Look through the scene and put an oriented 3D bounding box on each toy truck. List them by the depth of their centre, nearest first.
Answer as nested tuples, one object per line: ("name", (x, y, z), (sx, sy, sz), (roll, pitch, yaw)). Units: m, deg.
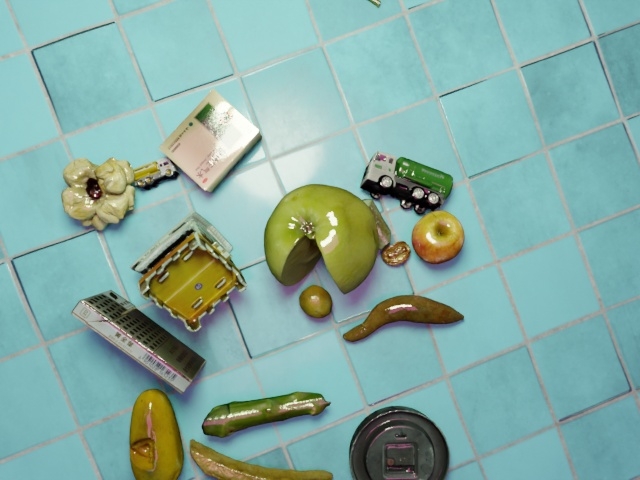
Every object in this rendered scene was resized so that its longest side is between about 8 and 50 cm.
("toy truck", (-0.444, -0.179, 1.198), (0.123, 0.052, 0.063), (-23, 86, -1))
("toy truck", (0.236, -0.158, 1.215), (0.242, 0.101, 0.125), (18, 77, -6))

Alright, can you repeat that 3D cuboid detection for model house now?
("model house", (-0.333, 0.075, 1.128), (0.224, 0.215, 0.198), (-43, 124, -1))

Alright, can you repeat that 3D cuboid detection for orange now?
("orange", (-0.011, 0.168, 1.214), (0.085, 0.085, 0.095), (-44, 91, -2))

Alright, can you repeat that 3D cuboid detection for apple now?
("apple", (0.000, 0.000, 1.115), (0.291, 0.254, 0.292), (-3, 75, 12))
("apple", (0.316, -0.005, 1.215), (0.146, 0.146, 0.147), (0, 91, -3))

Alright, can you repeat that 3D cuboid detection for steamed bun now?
("steamed bun", (-0.574, -0.117, 1.146), (0.177, 0.106, 0.193), (4, 99, 13))

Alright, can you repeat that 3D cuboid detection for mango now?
("mango", (-0.428, 0.512, 1.160), (0.129, 0.167, 0.262), (-8, 88, -17))

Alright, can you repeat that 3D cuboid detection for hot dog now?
("hot dog", (0.212, 0.036, 1.248), (0.083, 0.035, 0.058), (-27, 89, -3))

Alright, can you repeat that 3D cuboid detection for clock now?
("clock", (0.215, 0.598, 1.246), (0.280, 0.055, 0.281), (0, 91, -3))

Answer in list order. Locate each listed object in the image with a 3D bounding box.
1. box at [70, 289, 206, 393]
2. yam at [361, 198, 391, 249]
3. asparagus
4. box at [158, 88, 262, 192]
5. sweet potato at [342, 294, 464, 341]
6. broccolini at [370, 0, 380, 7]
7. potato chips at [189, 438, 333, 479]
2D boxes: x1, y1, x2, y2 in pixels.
("box", (-0.447, 0.248, 1.138), (0.324, 0.180, 0.047), (38, 89, -3))
("yam", (0.143, -0.046, 1.229), (0.069, 0.070, 0.147), (-31, 91, -3))
("asparagus", (-0.143, 0.459, 1.210), (0.342, 0.085, 0.082), (-10, 80, -9))
("box", (-0.285, -0.257, 1.187), (0.168, 0.095, 0.212), (42, 89, -6))
("sweet potato", (0.225, 0.205, 1.231), (0.345, 0.079, 0.109), (-10, 104, 0))
("broccolini", (0.068, -0.701, 1.229), (0.218, 0.042, 0.044), (30, 90, -5))
("potato chips", (-0.168, 0.632, 1.221), (0.406, 0.057, 0.080), (15, 93, -3))
